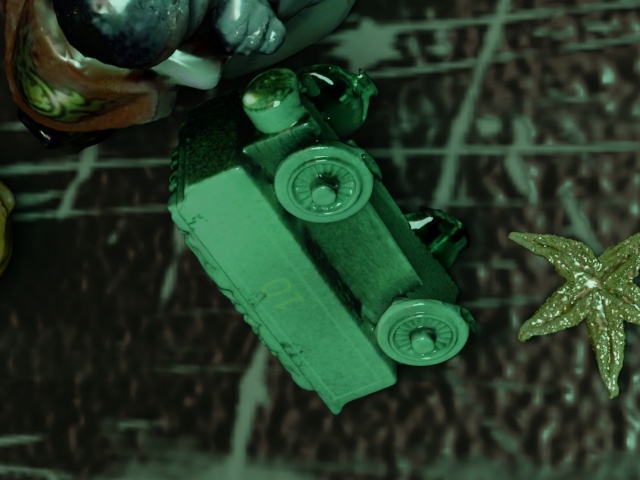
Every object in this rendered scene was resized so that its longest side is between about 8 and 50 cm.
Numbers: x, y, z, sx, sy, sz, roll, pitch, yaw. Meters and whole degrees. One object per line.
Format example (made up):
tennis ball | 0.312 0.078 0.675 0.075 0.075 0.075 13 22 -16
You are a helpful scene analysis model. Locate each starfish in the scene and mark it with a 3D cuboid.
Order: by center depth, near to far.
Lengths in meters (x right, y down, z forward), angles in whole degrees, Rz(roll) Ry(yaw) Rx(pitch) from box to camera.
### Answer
starfish | 0.121 0.018 0.819 0.092 0.016 0.086 -43 75 21

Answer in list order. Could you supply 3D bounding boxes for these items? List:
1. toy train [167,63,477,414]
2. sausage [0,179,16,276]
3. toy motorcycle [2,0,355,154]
toy train | 0.000 0.000 0.798 0.099 0.172 0.070 -22 39 17
sausage | -0.251 0.013 0.928 0.238 0.098 0.098 -21 81 22
toy motorcycle | -0.002 -0.173 0.774 0.401 0.207 0.134 -42 90 14
